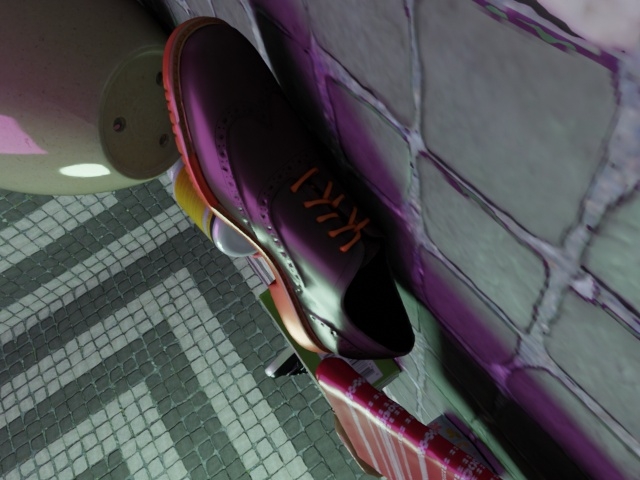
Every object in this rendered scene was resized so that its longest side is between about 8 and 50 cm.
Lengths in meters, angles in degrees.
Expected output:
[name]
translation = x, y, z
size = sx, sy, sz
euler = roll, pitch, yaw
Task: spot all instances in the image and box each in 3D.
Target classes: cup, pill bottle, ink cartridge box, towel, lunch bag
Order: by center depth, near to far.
[towel]
translation = 0.120, 0.197, 0.364
size = 0.275, 0.031, 0.199
euler = 27, 154, 33
[lunch bag]
translation = 0.128, 0.233, 0.512
size = 0.083, 0.071, 0.053
euler = 42, 159, 60
[cup]
translation = -0.304, -0.192, 0.636
size = 0.237, 0.331, 0.331
euler = 22, 156, 21
[pill bottle]
translation = -0.140, -0.065, 0.683
size = 0.184, 0.103, 0.103
euler = 41, 163, 37
[ink cartridge box]
translation = 0.011, 0.158, 0.744
size = 0.189, 0.097, 0.255
euler = 53, 169, 16

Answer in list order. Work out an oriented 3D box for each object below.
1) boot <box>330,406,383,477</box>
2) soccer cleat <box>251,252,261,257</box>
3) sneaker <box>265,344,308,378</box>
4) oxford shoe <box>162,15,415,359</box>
[boot]
translation = 0.055, 0.303, 0.953
size = 0.305, 0.115, 0.112
euler = 54, 174, 25
[soccer cleat]
translation = -0.154, -0.081, 0.831
size = 0.248, 0.083, 0.095
euler = 58, -178, -9
[sneaker]
translation = -0.013, 0.262, 1.041
size = 0.121, 0.079, 0.217
euler = 49, -150, 12
[oxford shoe]
translation = -0.006, -0.024, 0.342
size = 0.098, 0.097, 0.271
euler = 5, 134, 45
